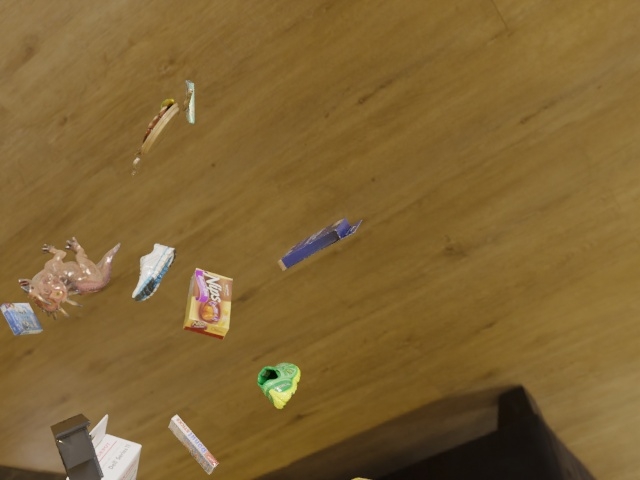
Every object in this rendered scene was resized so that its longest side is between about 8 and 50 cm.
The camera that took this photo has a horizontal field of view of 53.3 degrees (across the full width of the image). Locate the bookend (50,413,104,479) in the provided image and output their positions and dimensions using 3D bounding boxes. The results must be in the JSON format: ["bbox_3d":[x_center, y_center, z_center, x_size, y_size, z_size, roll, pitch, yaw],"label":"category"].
[{"bbox_3d":[-0.516,0.466,1.373,0.072,0.156,0.157,-19,180,-28],"label":"bookend"}]

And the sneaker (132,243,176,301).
[{"bbox_3d":[-0.511,0.092,1.897,0.083,0.190,0.071,25,157,14],"label":"sneaker"}]

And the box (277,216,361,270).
[{"bbox_3d":[0.000,0.000,1.714,0.225,0.136,0.036,-28,98,19],"label":"box"}]

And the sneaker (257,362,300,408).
[{"bbox_3d":[-0.142,0.459,2.143,0.123,0.295,0.109,42,92,-4],"label":"sneaker"}]

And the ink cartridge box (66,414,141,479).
[{"bbox_3d":[-0.597,0.683,1.741,0.119,0.207,0.353,15,110,6],"label":"ink cartridge box"}]

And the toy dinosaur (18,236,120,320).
[{"bbox_3d":[-0.619,0.100,1.601,0.296,0.200,0.127,-16,129,-41],"label":"toy dinosaur"}]

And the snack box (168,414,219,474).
[{"bbox_3d":[-0.352,0.563,1.757,0.178,0.022,0.064,44,139,14],"label":"snack box"}]

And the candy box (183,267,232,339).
[{"bbox_3d":[-0.295,0.166,1.692,0.109,0.186,0.053,19,128,-18],"label":"candy box"}]

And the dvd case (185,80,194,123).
[{"bbox_3d":[-0.294,-0.313,1.434,0.013,0.119,0.087,-2,107,-14],"label":"dvd case"}]

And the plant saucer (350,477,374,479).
[{"bbox_3d":[0.106,0.745,1.762,0.333,0.081,0.333,-7,177,-42],"label":"plant saucer"}]

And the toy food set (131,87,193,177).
[{"bbox_3d":[-0.318,-0.217,1.226,0.038,0.192,0.132,36,166,-10],"label":"toy food set"}]

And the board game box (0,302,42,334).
[{"bbox_3d":[-0.799,0.209,1.707,0.020,0.090,0.090,-37,167,10],"label":"board game box"}]
